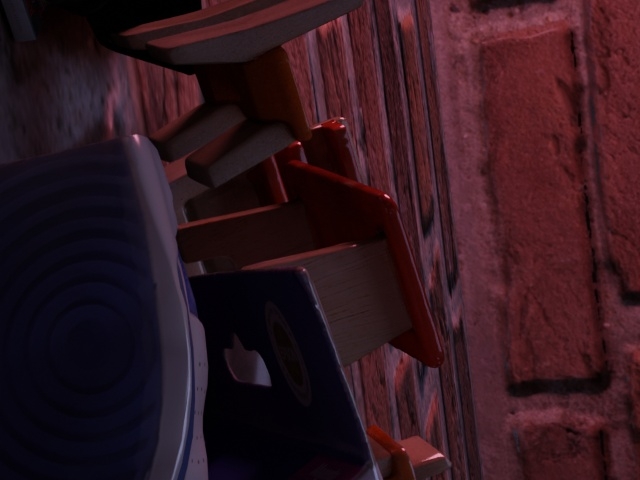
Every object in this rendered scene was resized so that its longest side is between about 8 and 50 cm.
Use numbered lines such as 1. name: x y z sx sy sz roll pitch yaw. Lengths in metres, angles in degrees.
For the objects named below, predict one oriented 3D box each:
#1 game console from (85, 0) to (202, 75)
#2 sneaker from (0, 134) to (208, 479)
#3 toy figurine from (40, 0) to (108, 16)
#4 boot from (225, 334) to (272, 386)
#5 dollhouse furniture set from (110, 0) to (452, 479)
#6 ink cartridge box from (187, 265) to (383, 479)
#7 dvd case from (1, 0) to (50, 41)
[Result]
1. game console: -0.111 -0.272 0.860 0.213 0.044 0.361 44 39 -78
2. sneaker: -0.080 0.139 0.498 0.182 0.128 0.315 94 -12 -82
3. toy figurine: -0.080 -0.203 0.613 0.148 0.213 0.209 20 61 -60
4. boot: -0.031 0.154 1.098 0.189 0.076 0.208 63 18 -62
5. dollhouse furniture set: 0.000 0.000 0.836 0.259 0.135 0.262 -153 -137 -69
6. ink cartridge box: -0.015 0.178 0.732 0.330 0.071 0.324 68 -15 -3
7. dvd case: -0.138 -0.162 0.795 0.119 0.013 0.087 -84 165 -51
